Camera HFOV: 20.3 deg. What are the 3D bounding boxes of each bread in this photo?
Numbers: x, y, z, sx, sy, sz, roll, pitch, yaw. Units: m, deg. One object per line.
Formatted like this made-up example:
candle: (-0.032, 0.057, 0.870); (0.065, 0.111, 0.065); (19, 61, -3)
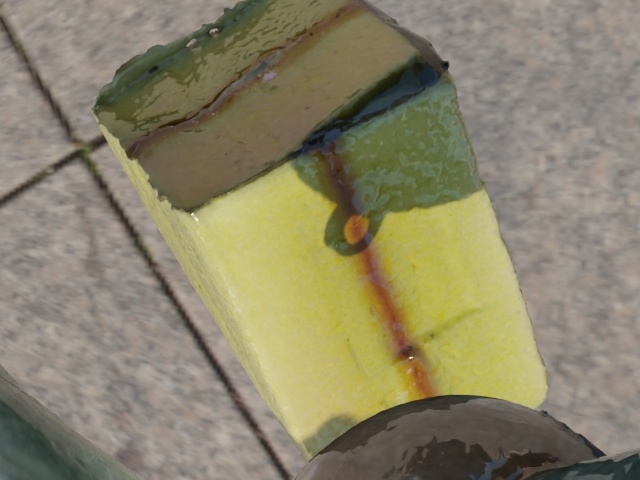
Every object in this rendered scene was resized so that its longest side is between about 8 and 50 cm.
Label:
bread: (0.002, 0.004, 1.030); (0.168, 0.163, 0.264); (-30, 127, -11)

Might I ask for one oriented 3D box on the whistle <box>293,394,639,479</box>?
whistle: (0.088, 0.143, 0.669); (0.189, 0.348, 0.189); (10, 71, -30)

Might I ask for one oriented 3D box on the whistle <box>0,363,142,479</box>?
whistle: (-0.233, 0.220, 0.911); (0.168, 0.188, 0.404); (43, 59, -35)
